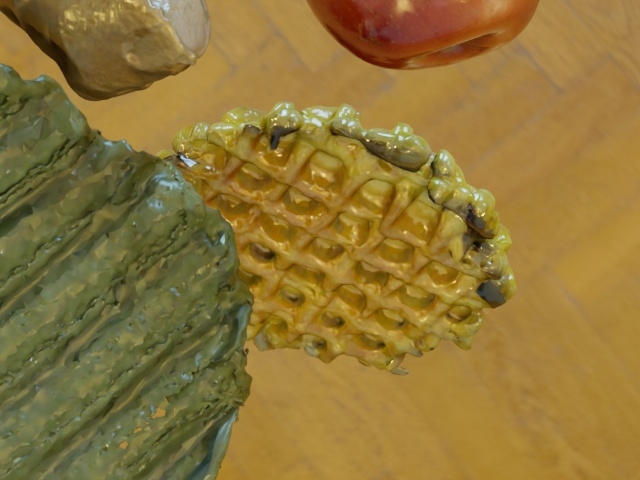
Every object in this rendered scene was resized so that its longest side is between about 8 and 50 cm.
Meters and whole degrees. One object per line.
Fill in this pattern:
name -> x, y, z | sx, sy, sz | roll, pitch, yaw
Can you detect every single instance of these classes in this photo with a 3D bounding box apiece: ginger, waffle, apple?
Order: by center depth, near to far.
ginger -> -0.124, -0.132, 1.034 | 0.069, 0.095, 0.190 | -35, 56, -24
apple -> 0.067, -0.180, 1.280 | 0.163, 0.163, 0.139 | -29, 82, 13
waffle -> 0.009, -0.002, 1.548 | 0.329, 0.329, 0.062 | 2, 49, 19

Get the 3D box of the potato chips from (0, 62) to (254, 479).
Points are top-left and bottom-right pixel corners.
potato chips -> -0.243, 0.094, 1.260 | 0.429, 0.070, 0.358 | -43, 101, -12
